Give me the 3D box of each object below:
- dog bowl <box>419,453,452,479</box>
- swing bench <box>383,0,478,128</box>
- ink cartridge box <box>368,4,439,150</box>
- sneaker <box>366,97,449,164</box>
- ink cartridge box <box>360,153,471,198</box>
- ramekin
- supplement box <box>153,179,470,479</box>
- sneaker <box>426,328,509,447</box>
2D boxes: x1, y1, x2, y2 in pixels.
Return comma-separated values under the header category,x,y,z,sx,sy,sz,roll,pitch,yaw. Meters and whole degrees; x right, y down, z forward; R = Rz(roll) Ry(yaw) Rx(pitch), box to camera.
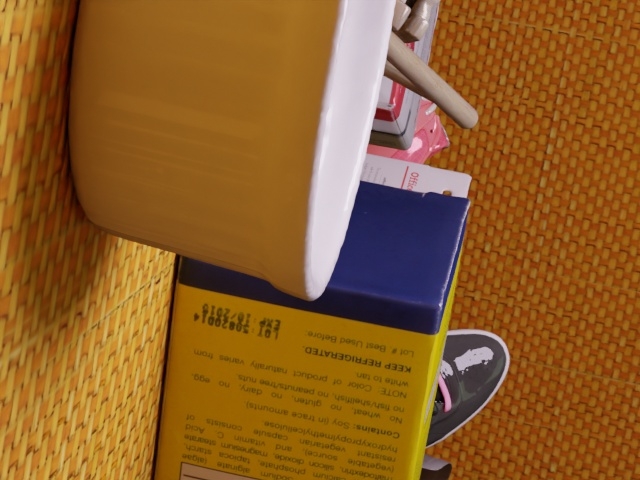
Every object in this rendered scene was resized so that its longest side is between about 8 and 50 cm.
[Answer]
category,x,y,z,sx,sy,sz,roll,pitch,yaw
dog bowl,0.004,0.355,1.991,0.349,0.102,0.349,-53,166,-20
swing bench,0.086,-0.261,1.433,0.253,0.165,0.254,-58,158,-4
ink cartridge box,0.041,-0.201,1.715,0.273,0.114,0.197,40,61,-82
sneaker,0.087,-0.152,2.144,0.116,0.136,0.314,-10,111,-85
ink cartridge box,0.037,-0.027,1.681,0.104,0.181,0.062,-70,169,-53
ramekin,-0.040,-0.115,1.021,0.277,0.135,0.277,11,90,-85
supplement box,-0.014,0.143,1.468,0.195,0.194,0.357,-66,167,-63
sneaker,0.062,0.167,1.773,0.147,0.295,0.105,160,-93,-79
